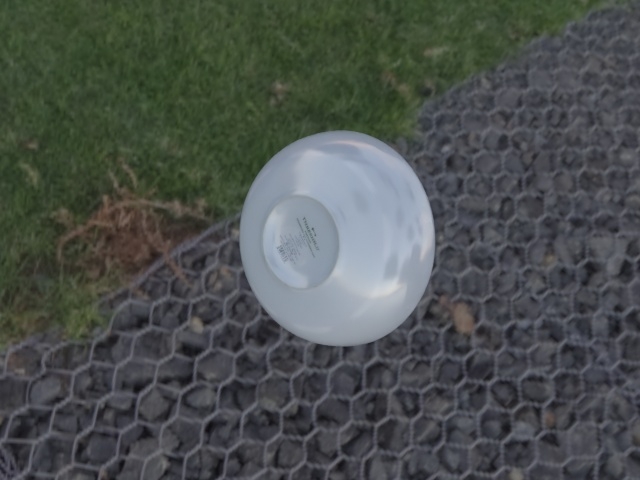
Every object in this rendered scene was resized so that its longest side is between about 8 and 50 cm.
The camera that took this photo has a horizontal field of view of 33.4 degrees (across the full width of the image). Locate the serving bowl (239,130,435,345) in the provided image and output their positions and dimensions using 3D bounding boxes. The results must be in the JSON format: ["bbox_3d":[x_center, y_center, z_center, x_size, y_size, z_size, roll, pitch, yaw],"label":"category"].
[{"bbox_3d":[0.000,0.000,0.400,0.027,0.083,0.083,-6,54,-55],"label":"serving bowl"}]
